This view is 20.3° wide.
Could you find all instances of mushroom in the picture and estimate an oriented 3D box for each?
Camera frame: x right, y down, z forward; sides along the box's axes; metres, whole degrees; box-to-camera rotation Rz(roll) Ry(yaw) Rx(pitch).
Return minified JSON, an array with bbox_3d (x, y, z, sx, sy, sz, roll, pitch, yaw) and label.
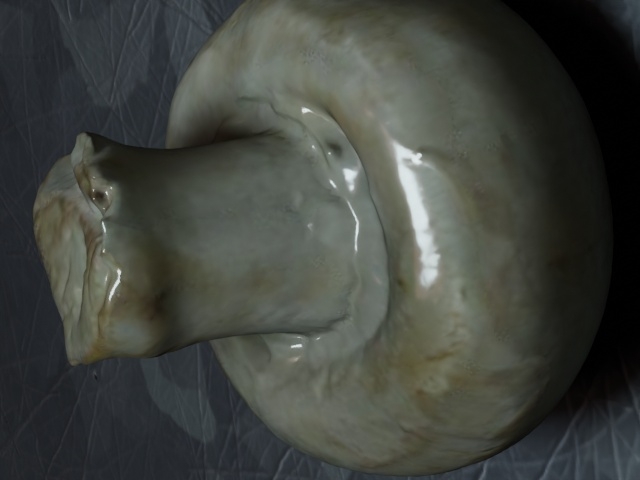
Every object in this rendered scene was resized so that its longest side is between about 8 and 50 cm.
[{"bbox_3d":[0.000,0.000,0.962,0.297,0.290,0.297,28,126,48],"label":"mushroom"}]
